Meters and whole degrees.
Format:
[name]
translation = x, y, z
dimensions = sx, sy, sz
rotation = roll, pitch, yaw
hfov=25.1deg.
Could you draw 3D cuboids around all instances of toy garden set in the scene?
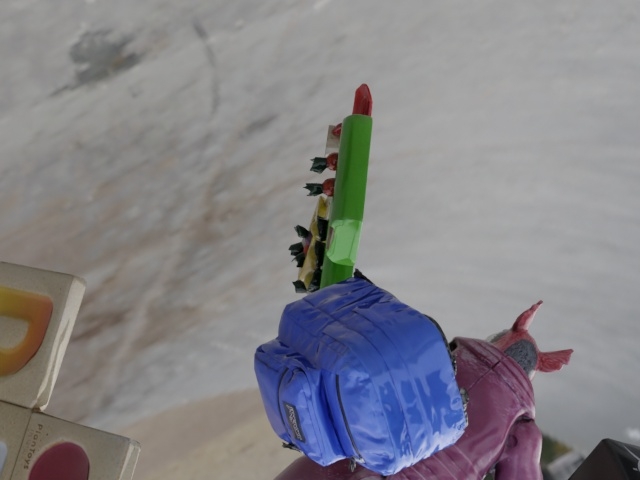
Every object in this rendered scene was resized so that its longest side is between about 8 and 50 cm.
[toy garden set]
translation = 0.000, 0.000, 1.082
dimensions = 0.049, 0.204, 0.244
rotation = 8, 134, -1

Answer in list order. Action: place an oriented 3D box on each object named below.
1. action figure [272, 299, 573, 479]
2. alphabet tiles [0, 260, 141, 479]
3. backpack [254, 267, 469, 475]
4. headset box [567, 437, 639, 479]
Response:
[action figure]
translation = 0.053, 0.165, 1.090
dimensions = 0.370, 0.248, 0.276
rotation = -46, 157, -18
[alphabet tiles]
translation = -0.224, 0.136, 0.631
dimensions = 0.342, 0.285, 0.011
rotation = 8, 166, 39
[backpack]
translation = 0.026, 0.089, 0.851
dimensions = 0.101, 0.098, 0.120
rotation = -30, -156, -22
[headset box]
translation = 0.225, 0.245, 0.621
dimensions = 0.218, 0.293, 0.110
rotation = 17, 122, -29
